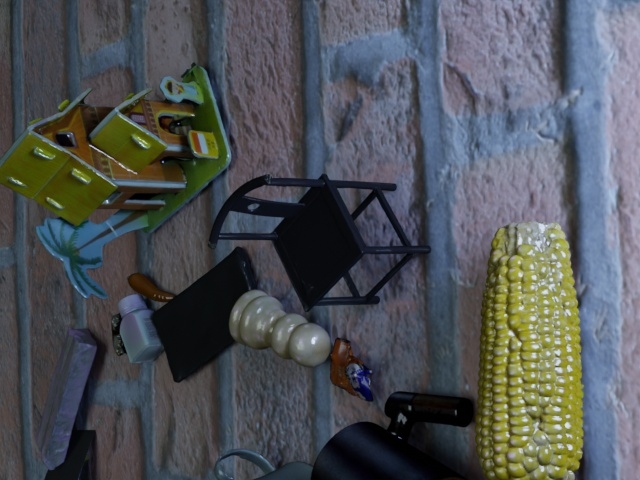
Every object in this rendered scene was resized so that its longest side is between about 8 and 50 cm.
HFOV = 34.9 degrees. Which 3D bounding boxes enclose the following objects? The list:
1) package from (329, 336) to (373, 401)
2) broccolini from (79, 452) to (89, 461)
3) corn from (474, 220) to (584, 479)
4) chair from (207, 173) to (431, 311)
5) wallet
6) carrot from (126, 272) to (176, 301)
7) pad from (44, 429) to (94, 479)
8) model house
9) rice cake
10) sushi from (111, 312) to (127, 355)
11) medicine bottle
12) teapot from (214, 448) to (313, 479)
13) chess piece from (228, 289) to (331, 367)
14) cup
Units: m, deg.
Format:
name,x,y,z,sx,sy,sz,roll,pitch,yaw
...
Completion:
name,x,y,z,sx,sy,sz,roll,pitch,yaw
package,0.049,0.194,1.513,0.110,0.033,0.077,26,133,59
broccolini,-0.536,0.539,2.142,0.054,0.051,0.239,26,109,-2
corn,0.250,0.151,1.223,0.130,0.130,0.347,-7,81,47
chair,0.000,0.000,1.398,0.154,0.260,0.141,-48,57,36
wallet,-0.198,0.133,1.783,0.285,0.030,0.146,-37,60,39
carrot,-0.320,0.092,1.915,0.142,0.035,0.035,24,107,39
pad,-0.532,0.490,2.092,0.143,0.003,0.211,-11,55,47
model house,-0.359,-0.104,1.743,0.300,0.323,0.340,-35,65,42
rice cake,-0.526,0.320,2.103,0.106,0.050,0.298,44,119,56
sushi,-0.392,0.183,1.980,0.046,0.044,0.083,-17,75,45
medicine bottle,-0.339,0.164,1.916,0.074,0.055,0.118,-48,57,39
teapot,-0.086,0.425,1.570,0.162,0.149,0.239,-53,54,35
chess piece,-0.053,0.145,1.593,0.170,0.094,0.094,20,104,37
cup,0.120,0.325,1.384,0.177,0.239,0.166,29,153,49
